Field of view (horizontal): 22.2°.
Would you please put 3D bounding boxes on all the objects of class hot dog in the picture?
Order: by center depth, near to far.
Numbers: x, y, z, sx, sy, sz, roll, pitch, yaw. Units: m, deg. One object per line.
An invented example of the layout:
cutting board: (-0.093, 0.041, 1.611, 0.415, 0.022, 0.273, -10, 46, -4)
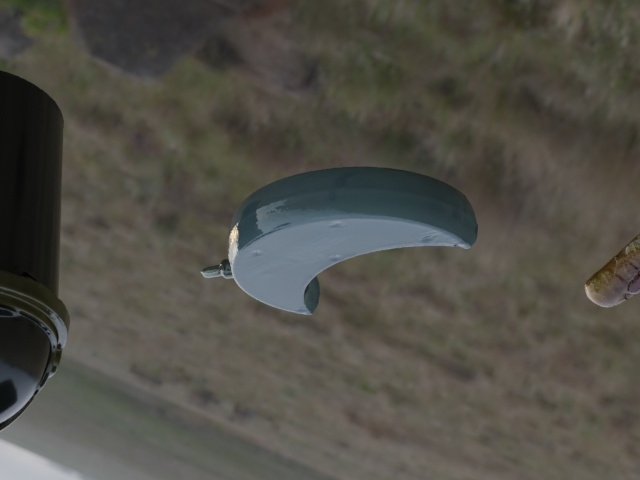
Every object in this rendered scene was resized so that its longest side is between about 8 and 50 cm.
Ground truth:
hot dog: (0.380, 0.003, 1.776, 0.066, 0.216, 0.047, 17, -144, -54)

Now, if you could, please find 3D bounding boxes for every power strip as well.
power strip: (0.000, 0.000, 1.440, 0.253, 0.054, 0.168, -23, 146, 39)

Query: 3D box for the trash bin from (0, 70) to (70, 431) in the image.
trash bin: (-0.329, 0.024, 1.477, 0.214, 0.333, 0.214, 2, 151, 1)
